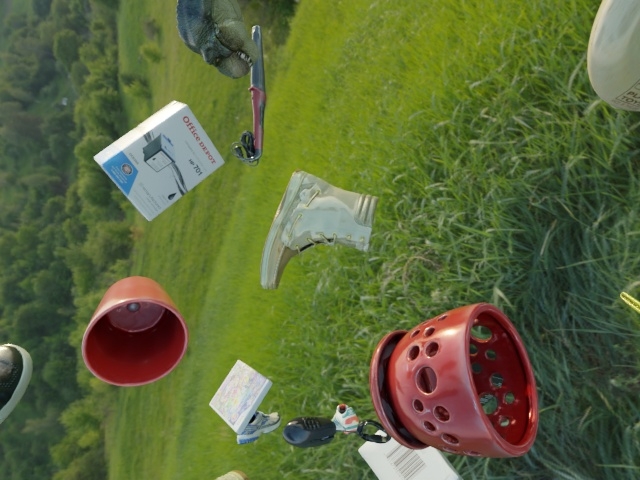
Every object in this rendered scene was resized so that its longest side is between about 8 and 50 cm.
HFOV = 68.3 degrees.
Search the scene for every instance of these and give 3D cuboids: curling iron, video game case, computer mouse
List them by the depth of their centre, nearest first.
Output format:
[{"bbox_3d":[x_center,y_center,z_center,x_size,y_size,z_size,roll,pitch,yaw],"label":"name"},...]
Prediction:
[{"bbox_3d":[-0.129,0.245,0.753,0.122,0.011,0.087,5,57,58],"label":"video game case"},{"bbox_3d":[-0.135,-0.283,0.924,0.068,0.035,0.275,5,92,18],"label":"curling iron"},{"bbox_3d":[0.039,0.405,0.977,0.041,0.241,0.071,-123,43,-67],"label":"computer mouse"}]

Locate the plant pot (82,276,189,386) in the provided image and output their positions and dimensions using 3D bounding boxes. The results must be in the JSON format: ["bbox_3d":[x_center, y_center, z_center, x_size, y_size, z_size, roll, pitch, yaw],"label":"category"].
[{"bbox_3d":[-0.536,0.239,1.371,0.243,0.274,0.275,43,116,60],"label":"plant pot"}]

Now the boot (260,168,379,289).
[{"bbox_3d":[0.000,0.000,0.973,0.095,0.203,0.262,98,-169,-74],"label":"boot"}]

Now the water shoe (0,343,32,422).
[{"bbox_3d":[-0.318,0.137,0.360,0.072,0.203,0.080,15,123,18],"label":"water shoe"}]

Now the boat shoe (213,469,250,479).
[{"bbox_3d":[-0.196,0.578,0.865,0.104,0.089,0.286,-2,79,36],"label":"boat shoe"}]

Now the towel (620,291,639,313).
[{"bbox_3d":[0.545,0.157,0.683,0.021,0.237,0.102,-56,15,14],"label":"towel"}]

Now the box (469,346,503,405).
[{"bbox_3d":[0.361,0.381,1.305,0.184,0.261,0.103,-56,28,28],"label":"box"}]

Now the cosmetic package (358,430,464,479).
[{"bbox_3d":[0.277,0.622,1.193,0.156,0.385,0.217,-39,38,-6],"label":"cosmetic package"}]

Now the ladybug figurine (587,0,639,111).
[{"bbox_3d":[0.610,-0.404,0.740,0.450,0.304,0.162,115,169,-53],"label":"ladybug figurine"}]

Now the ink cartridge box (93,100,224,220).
[{"bbox_3d":[-0.305,-0.154,0.907,0.190,0.140,0.082,-41,36,-14],"label":"ink cartridge box"}]

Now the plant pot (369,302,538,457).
[{"bbox_3d":[0.178,0.199,0.653,0.174,0.191,0.191,-27,62,41],"label":"plant pot"}]

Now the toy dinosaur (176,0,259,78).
[{"bbox_3d":[-0.061,-0.223,0.239,0.064,0.118,0.268,-114,3,-61],"label":"toy dinosaur"}]

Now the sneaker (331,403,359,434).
[{"bbox_3d":[0.066,0.505,1.348,0.161,0.057,0.076,139,121,-66],"label":"sneaker"}]

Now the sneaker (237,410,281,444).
[{"bbox_3d":[-0.138,0.410,1.070,0.052,0.135,0.058,-19,82,30],"label":"sneaker"}]
